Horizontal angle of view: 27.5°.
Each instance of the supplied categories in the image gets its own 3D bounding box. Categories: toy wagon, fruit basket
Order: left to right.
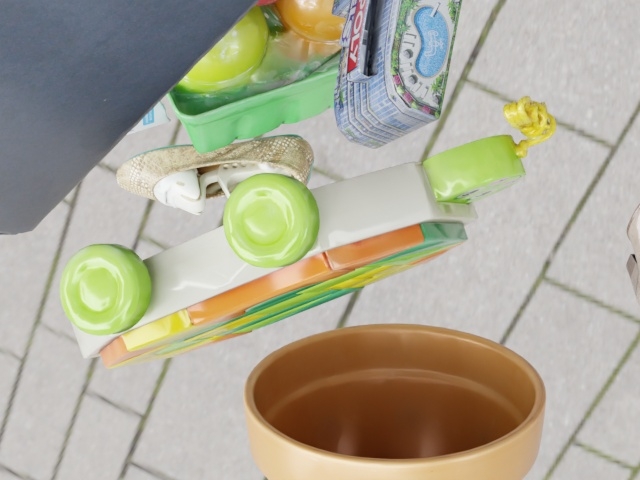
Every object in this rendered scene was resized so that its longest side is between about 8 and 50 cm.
[{"bbox_3d":[-0.053,-0.249,1.196,0.327,0.165,0.353,-20,147,-14],"label":"fruit basket"},{"bbox_3d":[0.000,0.000,0.874,0.344,0.267,0.068,-22,83,20],"label":"toy wagon"}]

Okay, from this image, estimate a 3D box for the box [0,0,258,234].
[{"bbox_3d":[-0.251,-0.324,0.855,0.480,0.297,0.472,-40,66,33],"label":"box"}]

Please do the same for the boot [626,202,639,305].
[{"bbox_3d":[0.351,0.022,1.349,0.042,0.087,0.118,-10,130,-14],"label":"boot"}]

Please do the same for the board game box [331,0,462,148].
[{"bbox_3d":[0.058,-0.174,0.893,0.060,0.194,0.194,13,82,-12],"label":"board game box"}]

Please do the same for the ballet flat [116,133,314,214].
[{"bbox_3d":[-0.107,-0.064,1.340,0.206,0.067,0.073,-10,144,2],"label":"ballet flat"}]

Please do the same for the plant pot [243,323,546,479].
[{"bbox_3d":[0.074,0.231,1.291,0.291,0.291,0.203,3,112,13],"label":"plant pot"}]
